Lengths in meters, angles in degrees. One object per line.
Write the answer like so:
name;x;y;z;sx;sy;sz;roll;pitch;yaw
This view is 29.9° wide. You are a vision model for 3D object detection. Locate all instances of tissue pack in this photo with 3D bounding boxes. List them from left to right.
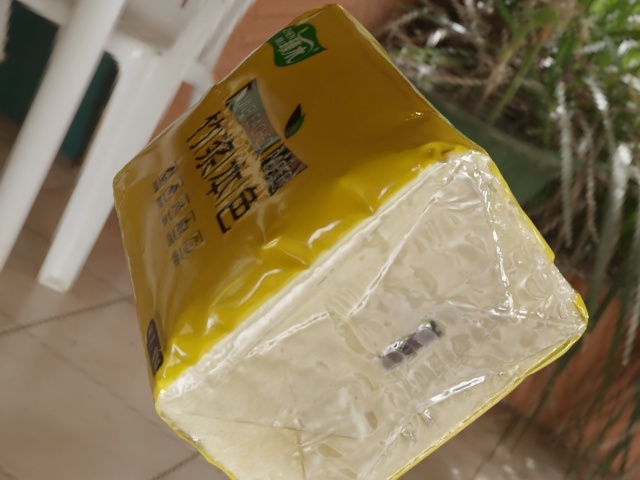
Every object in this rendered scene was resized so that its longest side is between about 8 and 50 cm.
tissue pack;0.000;0.000;1.002;0.228;0.293;0.382;47;8;-28
